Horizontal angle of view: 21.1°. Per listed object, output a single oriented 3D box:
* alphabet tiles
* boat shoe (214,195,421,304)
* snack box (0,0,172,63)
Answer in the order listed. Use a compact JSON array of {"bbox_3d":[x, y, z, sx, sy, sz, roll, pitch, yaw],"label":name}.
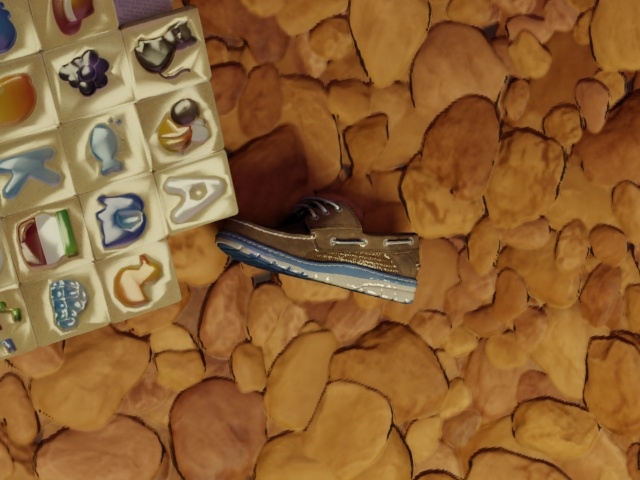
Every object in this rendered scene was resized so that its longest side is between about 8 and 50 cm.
[{"bbox_3d":[-0.233,-0.042,1.211,0.343,0.011,0.285,-18,121,-12],"label":"alphabet tiles"},{"bbox_3d":[0.000,0.000,1.355,0.183,0.066,0.066,15,87,-35],"label":"boat shoe"},{"bbox_3d":[-0.259,-0.226,1.190,0.322,0.060,0.187,4,86,-24],"label":"snack box"}]
